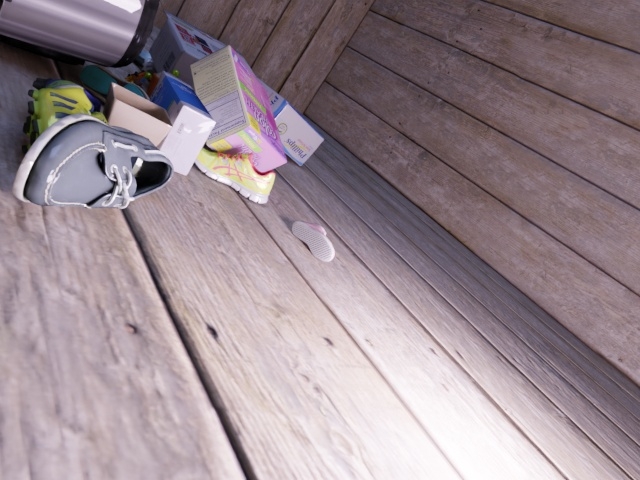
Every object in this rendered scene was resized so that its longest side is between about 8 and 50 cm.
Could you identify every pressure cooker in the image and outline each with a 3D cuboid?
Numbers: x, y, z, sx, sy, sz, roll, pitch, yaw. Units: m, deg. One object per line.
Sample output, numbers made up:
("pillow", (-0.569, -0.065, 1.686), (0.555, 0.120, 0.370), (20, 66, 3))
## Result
("pressure cooker", (-0.587, -0.596, 0.979), (0.421, 0.374, 0.370), (5, -4, -44))

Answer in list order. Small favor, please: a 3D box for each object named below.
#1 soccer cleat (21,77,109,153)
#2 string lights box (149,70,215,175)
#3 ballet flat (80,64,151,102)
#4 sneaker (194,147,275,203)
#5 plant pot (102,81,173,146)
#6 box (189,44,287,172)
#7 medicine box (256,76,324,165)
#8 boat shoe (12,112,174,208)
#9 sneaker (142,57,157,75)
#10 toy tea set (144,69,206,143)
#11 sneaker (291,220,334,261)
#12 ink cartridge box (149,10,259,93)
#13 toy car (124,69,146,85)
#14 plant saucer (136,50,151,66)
("soccer cleat", (-0.384, -0.184, 0.726), (0.121, 0.093, 0.289), (10, 25, -32))
("string lights box", (-0.322, -0.264, 1.029), (0.077, 0.133, 0.259), (22, 21, -37))
("ballet flat", (-0.444, -0.319, 1.062), (0.248, 0.086, 0.086), (41, 17, 24))
("sneaker", (-0.198, -0.173, 1.090), (0.209, 0.094, 0.081), (28, 18, -18))
("plant pot", (-0.357, -0.215, 0.883), (0.109, 0.096, 0.109), (24, 19, -37))
("box", (-0.204, -0.319, 1.195), (0.213, 0.118, 0.242), (37, 35, -66))
("medicine box", (-0.172, -0.465, 1.819), (0.289, 0.149, 0.264), (46, 8, 37))
("boat shoe", (-0.288, -0.098, 0.648), (0.099, 0.116, 0.319), (29, 11, -7))
("sneaker", (-0.482, -0.568, 1.625), (0.132, 0.085, 0.229), (14, 9, 39))
("toy tea set", (-0.327, -0.353, 1.299), (0.336, 0.124, 0.200), (18, 23, -46))
("sneaker", (0.000, 0.000, 1.062), (0.070, 0.050, 0.134), (6, 28, -50))
("ink cartridge box", (-0.365, -0.552, 1.503), (0.310, 0.130, 0.271), (15, 37, -45))
("toy car", (-0.549, -0.463, 1.370), (0.122, 0.060, 0.040), (-73, 153, -57))
("plant saucer", (-0.621, -0.649, 1.733), (0.195, 0.037, 0.195), (32, 17, -11))
